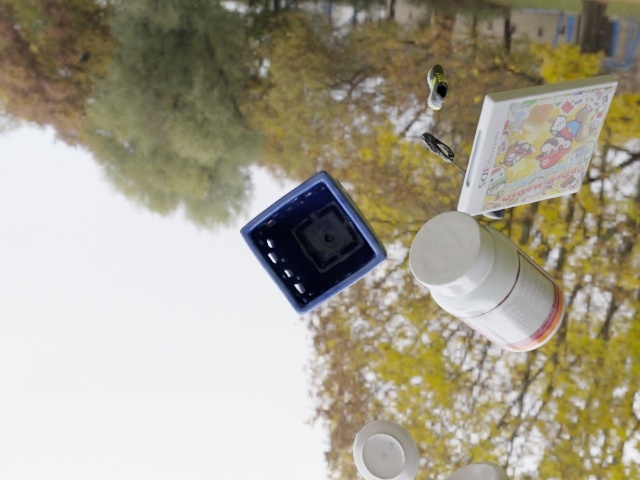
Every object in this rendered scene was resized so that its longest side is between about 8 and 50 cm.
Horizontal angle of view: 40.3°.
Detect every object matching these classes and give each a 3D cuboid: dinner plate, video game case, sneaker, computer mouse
[{"bbox_3d":[0.127,0.425,1.720,0.141,0.141,0.017,10,-173,24],"label":"dinner plate"},{"bbox_3d":[0.326,-0.141,1.315,0.227,0.206,0.026,-13,-137,-23],"label":"video game case"},{"bbox_3d":[0.197,-0.256,1.430,0.031,0.083,0.035,11,157,-20],"label":"sneaker"},{"bbox_3d":[0.289,-0.130,1.804,0.242,0.041,0.071,48,-152,11],"label":"computer mouse"}]

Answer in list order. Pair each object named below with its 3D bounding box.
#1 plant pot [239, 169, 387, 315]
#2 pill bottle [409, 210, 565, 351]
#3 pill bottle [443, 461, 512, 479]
[{"bbox_3d":[0.000,0.000,1.907,0.236,0.236,0.212,-36,177,11],"label":"plant pot"},{"bbox_3d":[0.213,0.053,1.110,0.121,0.121,0.221,21,171,46],"label":"pill bottle"},{"bbox_3d":[0.254,0.425,1.181,0.131,0.229,0.131,-35,-168,9],"label":"pill bottle"}]
